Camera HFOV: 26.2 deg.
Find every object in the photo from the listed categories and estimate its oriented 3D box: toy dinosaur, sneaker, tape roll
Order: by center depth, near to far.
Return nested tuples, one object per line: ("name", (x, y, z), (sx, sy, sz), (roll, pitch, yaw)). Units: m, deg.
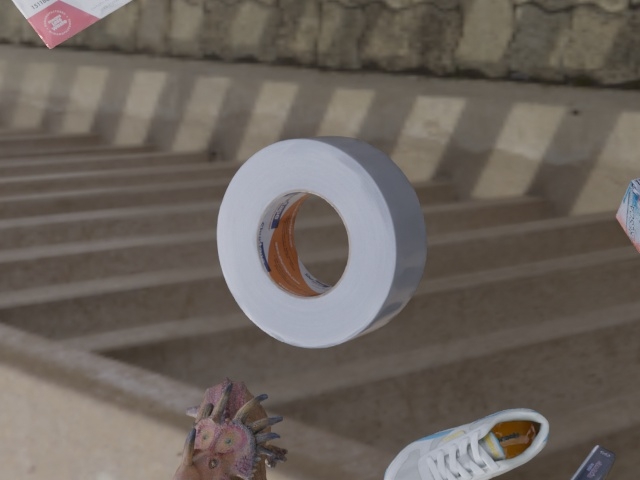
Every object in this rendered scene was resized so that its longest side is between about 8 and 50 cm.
("tape roll", (0.000, 0.000, 1.445), (0.219, 0.072, 0.219), (5, 99, 32))
("toy dinosaur", (-0.098, 0.215, 1.488), (0.296, 0.127, 0.200), (-115, 6, -60))
("sneaker", (0.182, 0.271, 1.735), (0.087, 0.228, 0.092), (63, 164, 8))

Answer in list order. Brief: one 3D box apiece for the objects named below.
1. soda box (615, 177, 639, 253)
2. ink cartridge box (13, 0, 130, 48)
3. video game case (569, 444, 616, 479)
("soda box", (0.400, -0.044, 1.415), (0.063, 0.183, 0.058), (100, 149, -53))
("ink cartridge box", (-0.270, -0.299, 1.317), (0.115, 0.198, 0.067), (-29, 29, 13))
("video game case", (0.164, 0.295, 1.129), (0.026, 0.274, 0.196), (28, 111, 19))
